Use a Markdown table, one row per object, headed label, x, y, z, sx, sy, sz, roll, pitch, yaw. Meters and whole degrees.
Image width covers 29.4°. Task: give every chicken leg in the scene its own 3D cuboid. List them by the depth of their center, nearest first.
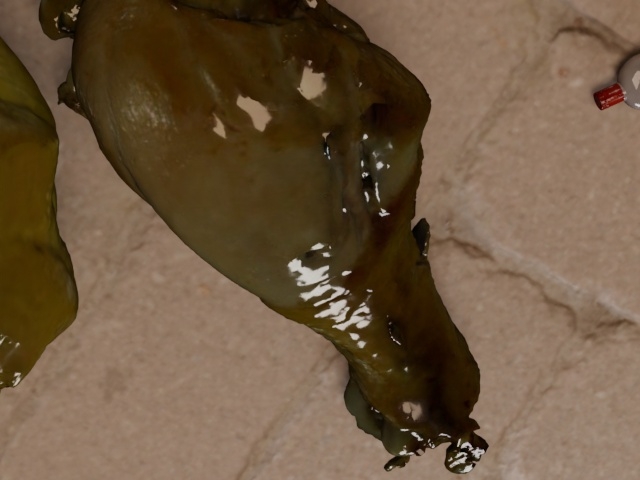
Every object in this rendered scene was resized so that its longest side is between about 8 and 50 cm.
| label | x | y | z | sx | sy | sz | roll | pitch | yaw |
| --- | --- | --- | --- | --- | --- | --- | --- | --- | --- |
| chicken leg | 0.000 | 0.000 | 0.763 | 0.201 | 0.153 | 0.429 | -23 | 127 | 12 |

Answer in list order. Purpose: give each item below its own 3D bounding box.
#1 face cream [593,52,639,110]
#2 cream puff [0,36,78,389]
| label | x | y | z | sx | sy | sz | roll | pitch | yaw |
| --- | --- | --- | --- | --- | --- | --- | --- | --- | --- |
| face cream | 0.223 | -0.110 | 0.816 | 0.083 | 0.021 | 0.040 | -24 | 119 | -2 |
| cream puff | -0.304 | 0.013 | 0.608 | 0.378 | 0.275 | 0.378 | -5 | 114 | -11 |
